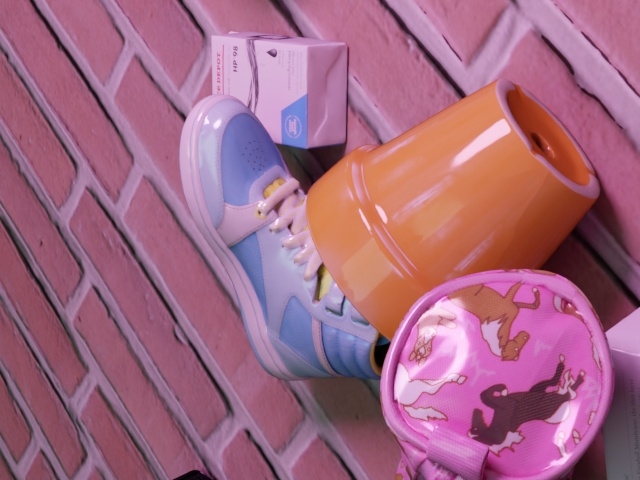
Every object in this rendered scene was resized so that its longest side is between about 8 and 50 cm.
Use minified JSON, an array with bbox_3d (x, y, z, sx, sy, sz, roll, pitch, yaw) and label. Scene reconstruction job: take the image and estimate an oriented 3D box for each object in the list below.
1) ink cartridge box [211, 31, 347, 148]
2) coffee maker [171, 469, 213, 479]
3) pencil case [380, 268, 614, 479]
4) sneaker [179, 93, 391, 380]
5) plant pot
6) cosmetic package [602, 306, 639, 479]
[{"bbox_3d":[-0.057,-0.159,1.294,0.180,0.060,0.104,14,110,43],"label":"ink cartridge box"},{"bbox_3d":[-0.185,0.345,1.460,0.120,0.178,0.171,54,134,19],"label":"coffee maker"},{"bbox_3d":[0.130,0.155,0.975,0.386,0.160,0.167,80,-178,-65],"label":"pencil case"},{"bbox_3d":[0.000,0.000,1.204,0.208,0.127,0.319,2,125,42],"label":"sneaker"},{"bbox_3d":[0.124,-0.030,1.059,0.188,0.205,0.205,-42,69,26],"label":"plant pot"},{"bbox_3d":[0.333,0.165,0.894,0.224,0.138,0.224,11,119,43],"label":"cosmetic package"}]
